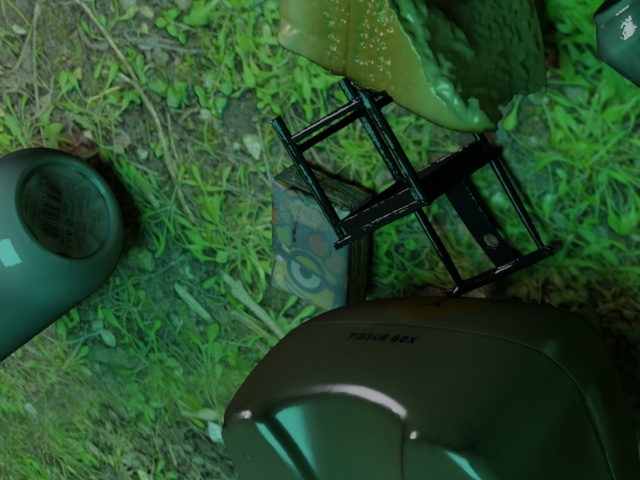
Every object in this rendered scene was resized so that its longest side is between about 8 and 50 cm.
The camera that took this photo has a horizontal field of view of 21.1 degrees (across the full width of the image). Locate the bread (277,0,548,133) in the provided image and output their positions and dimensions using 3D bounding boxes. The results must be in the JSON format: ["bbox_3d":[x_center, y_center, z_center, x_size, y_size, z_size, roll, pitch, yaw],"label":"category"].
[{"bbox_3d":[0.075,-0.197,1.588,0.211,0.183,0.224,-17,103,47],"label":"bread"}]

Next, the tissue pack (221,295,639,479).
[{"bbox_3d":[0.120,0.196,1.689,0.387,0.277,0.267,1,119,46],"label":"tissue pack"}]

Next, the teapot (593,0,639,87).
[{"bbox_3d":[0.354,-0.149,1.392,0.225,0.171,0.203,48,154,-5],"label":"teapot"}]

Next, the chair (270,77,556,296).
[{"bbox_3d":[0.092,-0.052,1.707,0.154,0.141,0.260,-27,95,47],"label":"chair"}]

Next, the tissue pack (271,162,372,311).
[{"bbox_3d":[0.000,0.000,1.873,0.108,0.060,0.148,23,131,26],"label":"tissue pack"}]

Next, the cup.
[{"bbox_3d":[-0.385,0.022,2.115,0.312,0.205,0.205,-31,95,46],"label":"cup"}]
